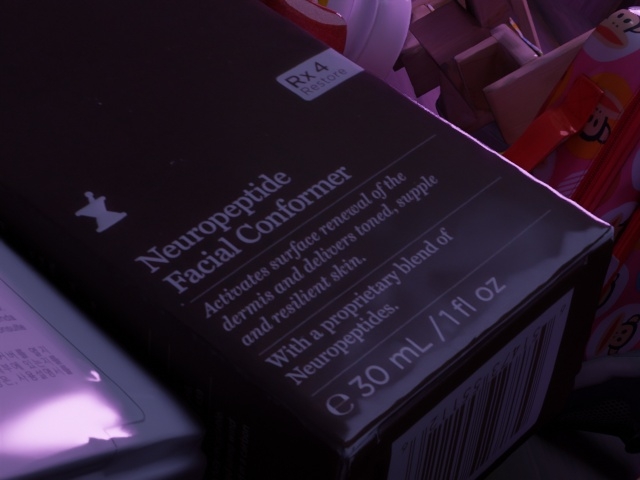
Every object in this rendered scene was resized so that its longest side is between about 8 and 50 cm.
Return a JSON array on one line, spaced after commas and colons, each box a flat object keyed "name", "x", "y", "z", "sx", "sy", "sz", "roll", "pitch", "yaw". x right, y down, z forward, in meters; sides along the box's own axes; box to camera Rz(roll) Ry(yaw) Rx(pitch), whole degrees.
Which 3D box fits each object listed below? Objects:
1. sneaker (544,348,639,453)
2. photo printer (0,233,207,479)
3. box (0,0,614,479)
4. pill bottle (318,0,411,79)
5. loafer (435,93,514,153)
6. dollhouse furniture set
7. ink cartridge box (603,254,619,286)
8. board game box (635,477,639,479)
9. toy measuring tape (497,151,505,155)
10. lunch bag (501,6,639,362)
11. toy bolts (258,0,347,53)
[{"name": "sneaker", "x": 0.262, "y": 0.144, "z": 1.087, "sx": 0.227, "sy": 0.130, "sz": 0.087, "roll": 1, "pitch": -19, "yaw": -3}, {"name": "photo printer", "x": -0.225, "y": 0.031, "z": 0.585, "sx": 0.307, "sy": 0.107, "sz": 0.256, "roll": 39, "pitch": 20, "yaw": 21}, {"name": "box", "x": -0.071, "y": -0.016, "z": 0.744, "sx": 0.381, "sy": 0.143, "sz": 0.191, "roll": 34, "pitch": 50, "yaw": 26}, {"name": "pill bottle", "x": -0.091, "y": -0.239, "z": 1.359, "sx": 0.334, "sy": 0.188, "sz": 0.188, "roll": 21, "pitch": 22, "yaw": -32}, {"name": "loafer", "x": 0.282, "y": -0.104, "z": 1.715, "sx": 0.319, "sy": 0.111, "sz": 0.112, "roll": 29, "pitch": 25, "yaw": 4}, {"name": "dollhouse furniture set", "x": 0.198, "y": -0.281, "z": 1.507, "sx": 0.362, "sy": 0.256, "sz": 0.394, "roll": 57, "pitch": -5, "yaw": 48}, {"name": "ink cartridge box", "x": 0.050, "y": 0.023, "z": 0.861, "sx": 0.189, "sy": 0.232, "sz": 0.066, "roll": 36, "pitch": 40, "yaw": 10}, {"name": "board game box", "x": 0.292, "y": 0.185, "z": 0.866, "sx": 0.242, "sy": 0.064, "sz": 0.316, "roll": 9, "pitch": 1, "yaw": 21}, {"name": "toy measuring tape", "x": 0.139, "y": -0.014, "z": 1.351, "sx": 0.330, "sy": 0.121, "sz": 0.121, "roll": -4, "pitch": 34, "yaw": -24}, {"name": "lunch bag", "x": 0.228, "y": -0.034, "z": 1.187, "sx": 0.258, "sy": 0.293, "sz": 0.120, "roll": 8, "pitch": 28, "yaw": -43}, {"name": "toy bolts", "x": -0.090, "y": -0.082, "z": 0.981, "sx": 0.158, "sy": 0.228, "sz": 0.218, "roll": -5, "pitch": 56, "yaw": -25}]
